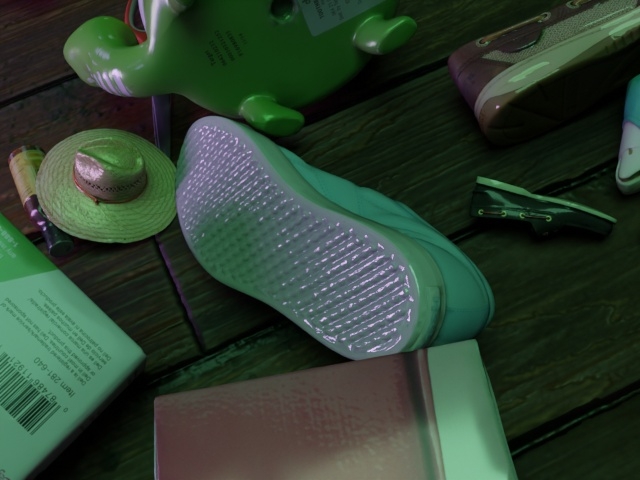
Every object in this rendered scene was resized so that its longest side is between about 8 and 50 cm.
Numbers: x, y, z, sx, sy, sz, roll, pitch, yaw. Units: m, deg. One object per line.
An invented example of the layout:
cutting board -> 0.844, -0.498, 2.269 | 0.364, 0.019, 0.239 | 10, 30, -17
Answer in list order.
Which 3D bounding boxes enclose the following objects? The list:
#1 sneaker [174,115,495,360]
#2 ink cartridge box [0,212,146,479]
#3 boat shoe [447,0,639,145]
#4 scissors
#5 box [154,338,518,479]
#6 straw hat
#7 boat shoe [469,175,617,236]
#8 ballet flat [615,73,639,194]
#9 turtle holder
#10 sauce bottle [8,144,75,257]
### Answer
sneaker -> 0.000, 0.000, 0.731 | 0.366, 0.150, 0.135 | 40, 111, 41
ink cartridge box -> -0.306, 0.126, 0.633 | 0.201, 0.117, 0.278 | 44, 70, 1
boat shoe -> 0.290, -0.220, 0.819 | 0.341, 0.123, 0.123 | -27, 60, -3
scissors -> -0.187, -0.185, 0.911 | 0.108, 0.021, 0.297 | 8, 62, 2
box -> 0.012, 0.174, 0.583 | 0.232, 0.149, 0.127 | -10, 57, 0
straw hat -> -0.204, -0.070, 0.790 | 0.144, 0.061, 0.145 | 6, 61, -10
boat shoe -> 0.204, -0.024, 0.750 | 0.132, 0.049, 0.042 | 14, 93, 5
ballet flat -> 0.320, -0.052, 0.732 | 0.087, 0.083, 0.247 | -28, 56, 6
turtle holder -> -0.080, -0.241, 0.834 | 0.320, 0.243, 0.227 | -51, 38, 18
sauce bottle -> -0.278, -0.040, 0.818 | 0.042, 0.042, 0.128 | -26, 64, -10
